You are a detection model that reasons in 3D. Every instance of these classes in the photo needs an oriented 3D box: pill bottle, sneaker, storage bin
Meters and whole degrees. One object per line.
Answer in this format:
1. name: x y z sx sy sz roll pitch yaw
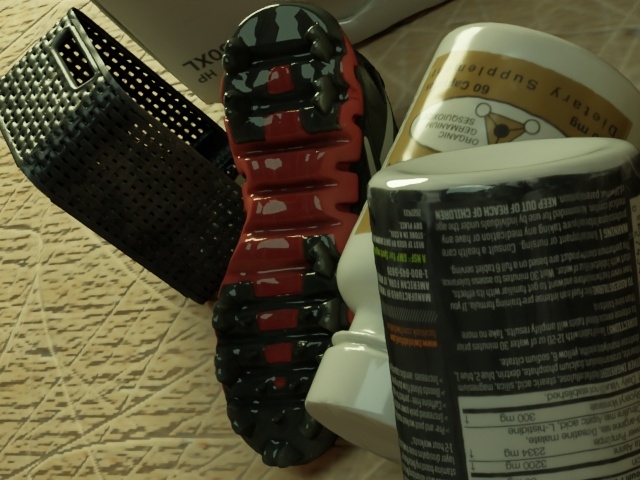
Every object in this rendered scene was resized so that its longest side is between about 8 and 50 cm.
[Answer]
1. pill bottle: 0.099 0.081 0.814 0.130 0.130 0.245 1 102 42
2. pill bottle: 0.083 0.008 0.947 0.131 0.131 0.229 9 68 45
3. sneaker: 0.000 0.000 1.056 0.097 0.135 0.276 -2 83 27
4. storage bin: -0.119 -0.053 1.132 0.084 0.180 0.122 -43 42 8

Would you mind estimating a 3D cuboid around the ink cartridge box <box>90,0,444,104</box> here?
1. ink cartridge box: -0.016 -0.334 1.252 0.285 0.166 0.395 -24 48 25
